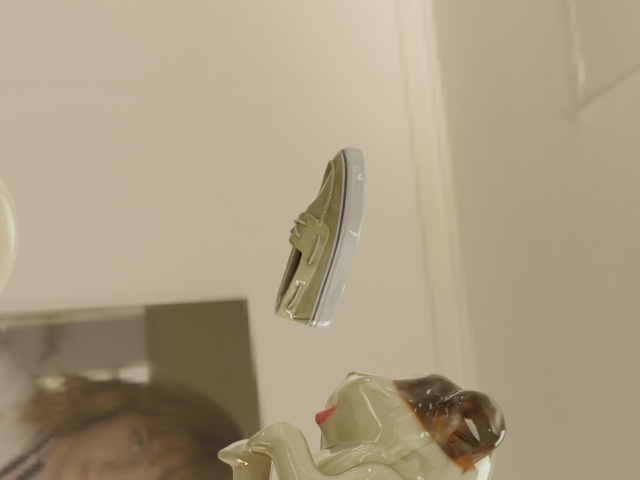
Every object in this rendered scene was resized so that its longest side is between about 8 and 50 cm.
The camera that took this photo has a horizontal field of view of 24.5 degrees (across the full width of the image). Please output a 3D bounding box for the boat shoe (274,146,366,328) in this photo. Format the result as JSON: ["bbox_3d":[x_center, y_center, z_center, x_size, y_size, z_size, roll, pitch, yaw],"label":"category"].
[{"bbox_3d":[0.000,0.000,2.230,0.109,0.094,0.302,-110,-151,-65],"label":"boat shoe"}]

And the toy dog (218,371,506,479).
[{"bbox_3d":[0.061,0.328,1.624,0.284,0.395,0.408,111,2,-63],"label":"toy dog"}]

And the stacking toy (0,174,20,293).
[{"bbox_3d":[-0.616,-0.100,1.956,0.480,0.351,0.350,-123,-147,-47],"label":"stacking toy"}]
